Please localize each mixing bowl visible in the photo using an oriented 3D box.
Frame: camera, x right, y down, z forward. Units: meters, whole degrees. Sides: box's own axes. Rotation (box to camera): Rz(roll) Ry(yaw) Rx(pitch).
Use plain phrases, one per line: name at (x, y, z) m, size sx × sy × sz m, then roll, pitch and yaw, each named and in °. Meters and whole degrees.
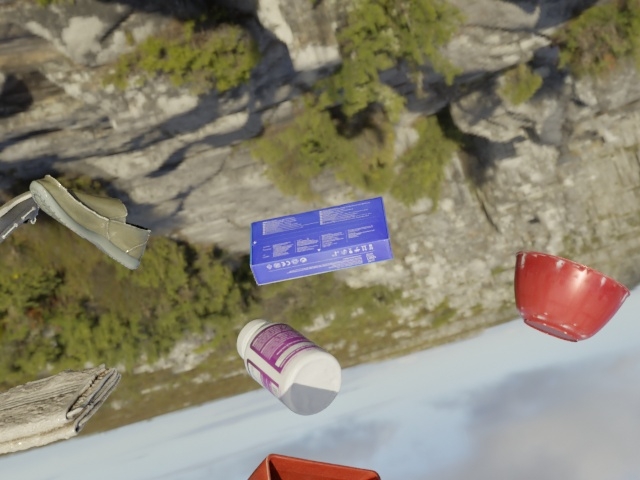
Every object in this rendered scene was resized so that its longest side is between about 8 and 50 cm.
mixing bowl at (0.372, 0.096, 1.271) m, size 0.181 × 0.098 × 0.181 m, roll 22°, pitch 172°, yaw 3°

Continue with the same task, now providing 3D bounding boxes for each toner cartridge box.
toner cartridge box at (0.000, 0.000, 2.065) m, size 0.347 × 0.165 × 0.075 m, roll -11°, pitch 131°, yaw 6°

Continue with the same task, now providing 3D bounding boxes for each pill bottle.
pill bottle at (-0.090, 0.308, 2.092) m, size 0.169 × 0.169 × 0.301 m, roll -11°, pitch -158°, yaw -31°

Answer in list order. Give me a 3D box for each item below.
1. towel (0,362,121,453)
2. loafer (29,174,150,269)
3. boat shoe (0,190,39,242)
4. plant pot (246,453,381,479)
towel at (-0.462, 0.271, 1.280) m, size 0.282 × 0.049 × 0.187 m, roll -18°, pitch -167°, yaw 13°
loafer at (-0.382, -0.044, 1.389) m, size 0.094 × 0.087 × 0.251 m, roll 26°, pitch 168°, yaw 39°
boat shoe at (-0.655, -0.058, 1.793) m, size 0.075 × 0.065 × 0.206 m, roll -12°, pitch -158°, yaw 35°
plant pot at (-0.041, 0.573, 1.493) m, size 0.267 × 0.267 × 0.236 m, roll 19°, pitch 135°, yaw -33°
